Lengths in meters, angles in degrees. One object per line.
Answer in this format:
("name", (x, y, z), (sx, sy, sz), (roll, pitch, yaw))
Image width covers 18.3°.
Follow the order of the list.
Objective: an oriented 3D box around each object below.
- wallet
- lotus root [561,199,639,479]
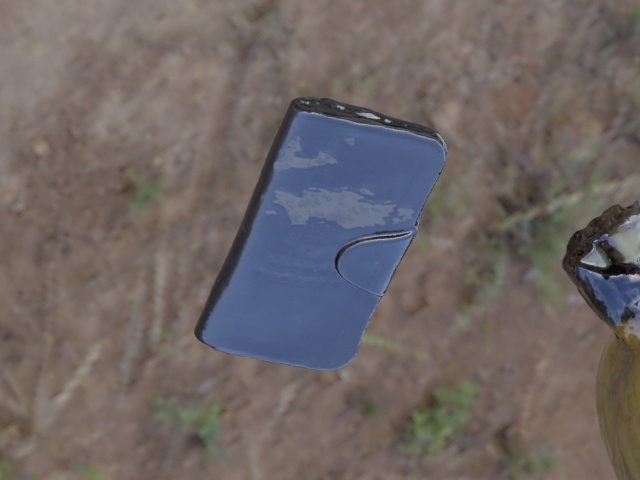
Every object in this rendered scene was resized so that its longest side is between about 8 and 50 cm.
("wallet", (0.000, 0.000, 0.912), (0.082, 0.018, 0.157), (13, 131, -16))
("lotus root", (0.241, 0.106, 1.146), (0.183, 0.310, 0.183), (-35, -169, 8))
